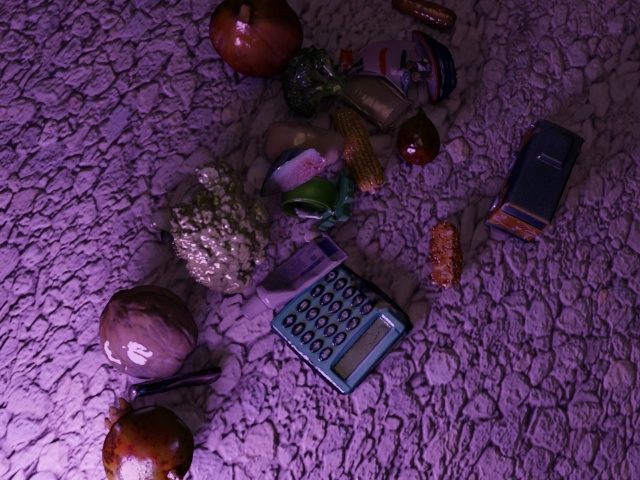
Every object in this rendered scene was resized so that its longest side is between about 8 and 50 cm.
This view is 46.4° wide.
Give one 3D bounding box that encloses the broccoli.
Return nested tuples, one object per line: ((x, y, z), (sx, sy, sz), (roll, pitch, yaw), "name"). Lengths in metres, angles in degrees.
((-0.018, -0.393, 1.856), (0.156, 0.195, 0.195), (9, 75, -8), "broccoli")

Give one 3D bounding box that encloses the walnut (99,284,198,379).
((-0.382, 0.199, 1.638), (0.224, 0.224, 0.224), (2, 75, -6), "walnut")

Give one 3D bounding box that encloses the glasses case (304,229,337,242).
((0.000, 0.000, 1.834), (0.083, 0.021, 0.032), (20, 73, -1), "glasses case")

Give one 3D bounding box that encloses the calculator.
((0.047, 0.196, 1.771), (0.274, 0.058, 0.248), (42, 74, 6), "calculator")

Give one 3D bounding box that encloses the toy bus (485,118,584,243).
((0.534, -0.152, 1.857), (0.138, 0.167, 0.275), (26, 74, 1), "toy bus")

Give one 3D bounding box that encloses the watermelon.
((-0.069, -0.160, 1.708), (0.180, 0.094, 0.081), (-24, 33, 21), "watermelon")

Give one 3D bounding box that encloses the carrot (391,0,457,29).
((0.277, -0.617, 2.006), (0.186, 0.060, 0.060), (22, 74, 2), "carrot")

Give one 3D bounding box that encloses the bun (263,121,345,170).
((-0.040, -0.217, 1.818), (0.193, 0.178, 0.128), (7, 94, -19), "bun")

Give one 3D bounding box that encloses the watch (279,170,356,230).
((-0.012, -0.111, 1.787), (0.152, 0.165, 0.131), (16, 70, -19), "watch")

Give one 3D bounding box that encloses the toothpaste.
((-0.071, 0.089, 1.771), (0.282, 0.068, 0.099), (-37, 77, -7), "toothpaste")

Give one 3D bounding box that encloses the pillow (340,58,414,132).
((0.132, -0.373, 1.927), (0.208, 0.053, 0.119), (39, 75, 6), "pillow")

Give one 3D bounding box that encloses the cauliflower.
((-0.233, -0.040, 1.715), (0.260, 0.327, 0.281), (-12, 32, -23), "cauliflower")

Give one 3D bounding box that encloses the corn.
((0.095, -0.224, 1.873), (0.080, 0.080, 0.238), (-17, 75, -10), "corn")

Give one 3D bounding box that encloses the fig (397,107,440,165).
((0.253, -0.268, 1.894), (0.109, 0.103, 0.155), (36, 58, -34), "fig")

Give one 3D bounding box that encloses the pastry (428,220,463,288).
((0.308, 0.039, 1.840), (0.087, 0.063, 0.169), (2, 80, 3), "pastry")

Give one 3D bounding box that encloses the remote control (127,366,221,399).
((-0.322, 0.318, 1.666), (0.212, 0.059, 0.028), (-7, 57, -28), "remote control")

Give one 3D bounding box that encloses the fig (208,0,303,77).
((-0.166, -0.520, 1.852), (0.263, 0.224, 0.224), (-16, 74, -54), "fig")

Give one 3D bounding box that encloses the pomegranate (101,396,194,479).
((-0.373, 0.431, 1.606), (0.198, 0.198, 0.246), (-11, 45, -9), "pomegranate")

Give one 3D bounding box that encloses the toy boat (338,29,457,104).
((0.207, -0.470, 1.941), (0.318, 0.072, 0.219), (18, 64, -7), "toy boat")
